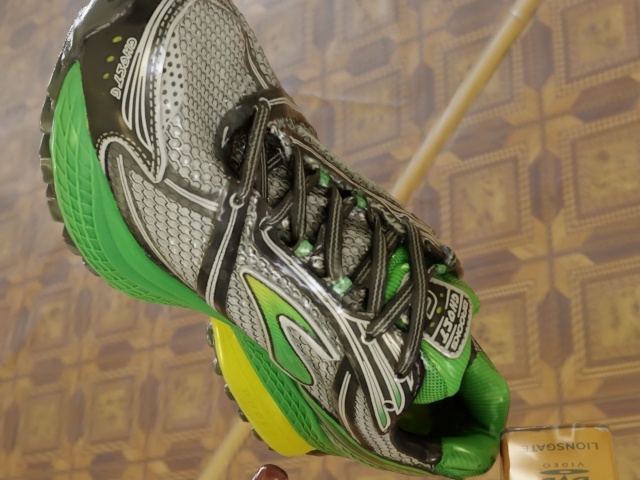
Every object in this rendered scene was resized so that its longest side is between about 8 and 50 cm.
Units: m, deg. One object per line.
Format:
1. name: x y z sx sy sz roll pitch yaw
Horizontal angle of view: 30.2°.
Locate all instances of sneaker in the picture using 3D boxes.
1. sneaker: 0.000 0.000 0.563 0.146 0.343 0.134 7 59 35

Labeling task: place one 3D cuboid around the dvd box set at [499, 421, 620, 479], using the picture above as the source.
1. dvd box set: 0.123 0.338 0.525 0.062 0.307 0.420 -3 38 7

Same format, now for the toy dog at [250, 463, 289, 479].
1. toy dog: -0.135 0.167 0.526 0.220 0.334 0.160 5 85 55
